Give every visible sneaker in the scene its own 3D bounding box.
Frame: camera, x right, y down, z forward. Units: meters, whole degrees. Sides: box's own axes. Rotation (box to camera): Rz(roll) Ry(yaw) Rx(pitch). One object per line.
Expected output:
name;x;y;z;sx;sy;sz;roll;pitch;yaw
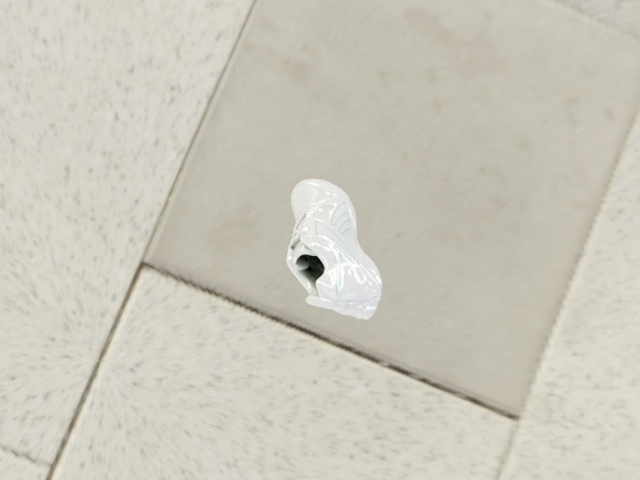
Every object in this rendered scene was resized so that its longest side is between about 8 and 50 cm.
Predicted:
sneaker;0.000;0.000;1.162;0.061;0.152;0.054;8;128;-30
